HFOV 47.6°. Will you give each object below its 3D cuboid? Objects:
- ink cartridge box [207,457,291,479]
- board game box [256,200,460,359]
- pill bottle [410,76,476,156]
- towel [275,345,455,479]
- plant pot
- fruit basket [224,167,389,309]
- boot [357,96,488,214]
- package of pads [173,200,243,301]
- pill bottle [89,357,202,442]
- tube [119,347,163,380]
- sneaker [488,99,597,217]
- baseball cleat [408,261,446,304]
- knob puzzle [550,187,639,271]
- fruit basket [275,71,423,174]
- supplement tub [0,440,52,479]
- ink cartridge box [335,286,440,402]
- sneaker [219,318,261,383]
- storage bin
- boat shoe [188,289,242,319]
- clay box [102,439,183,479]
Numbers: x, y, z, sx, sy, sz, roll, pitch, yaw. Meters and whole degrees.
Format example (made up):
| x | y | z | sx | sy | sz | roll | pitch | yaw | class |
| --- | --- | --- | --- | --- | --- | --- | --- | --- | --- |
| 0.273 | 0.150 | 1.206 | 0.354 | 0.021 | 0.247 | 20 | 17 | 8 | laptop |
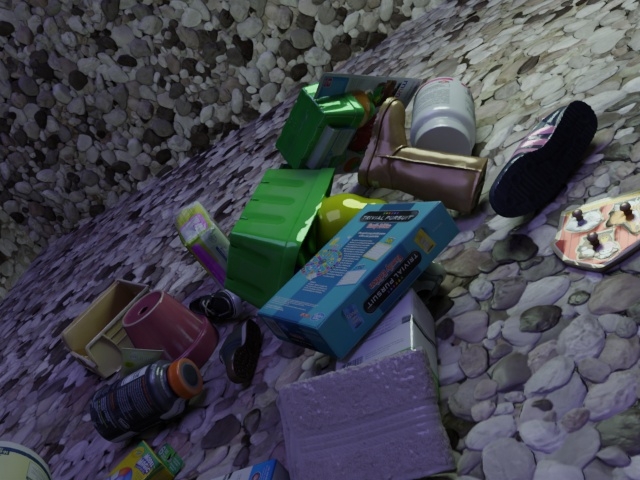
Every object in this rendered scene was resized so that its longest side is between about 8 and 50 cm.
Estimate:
| x | y | z | sx | sy | sz | roll | pitch | yaw | class |
| --- | --- | --- | --- | --- | --- | --- | --- | --- | --- |
| -0.143 | 0.453 | 1.152 | 0.203 | 0.086 | 0.148 | -26 | 25 | 26 | ink cartridge box |
| 0.067 | 0.063 | 1.374 | 0.336 | 0.079 | 0.253 | -44 | 20 | -20 | board game box |
| 0.305 | -0.284 | 1.807 | 0.160 | 0.160 | 0.283 | -25 | 25 | 24 | pill bottle |
| 0.057 | 0.284 | 1.109 | 0.282 | 0.049 | 0.187 | -23 | 68 | 28 | towel |
| -0.381 | 0.227 | 1.783 | 0.201 | 0.180 | 0.201 | -29 | 24 | 14 | plant pot |
| 0.000 | 0.000 | 1.676 | 0.392 | 0.283 | 0.392 | 8 | 38 | -6 | fruit basket |
| 0.242 | -0.192 | 1.618 | 0.269 | 0.089 | 0.236 | 14 | 80 | 24 | boot |
| -0.291 | 0.024 | 1.974 | 0.101 | 0.229 | 0.296 | -38 | 23 | -4 | package of pads |
| -0.383 | 0.350 | 1.621 | 0.245 | 0.130 | 0.130 | -28 | 25 | 19 | pill bottle |
| -0.436 | 0.311 | 1.704 | 0.070 | 0.062 | 0.240 | -35 | -16 | -39 | tube |
| 0.436 | -0.152 | 1.483 | 0.319 | 0.112 | 0.131 | -43 | 7 | -20 | sneaker |
| 0.153 | 0.086 | 1.446 | 0.206 | 0.072 | 0.109 | -12 | 40 | 51 | baseball cleat |
| 0.481 | -0.020 | 1.237 | 0.213 | 0.030 | 0.213 | -30 | 25 | 15 | knob puzzle |
| 0.078 | -0.280 | 1.862 | 0.165 | 0.353 | 0.327 | 58 | 133 | 33 | fruit basket |
| -0.671 | 0.585 | 1.450 | 0.235 | 0.235 | 0.325 | -37 | 23 | 0 | supplement tub |
| 0.114 | 0.203 | 1.251 | 0.160 | 0.093 | 0.219 | -28 | 24 | 22 | ink cartridge box |
| -0.189 | 0.260 | 1.613 | 0.086 | 0.064 | 0.192 | -35 | 22 | 24 | sneaker |
| -0.604 | 0.252 | 2.117 | 0.260 | 0.123 | 0.262 | -47 | 26 | -24 | storage bin |
| -0.269 | 0.170 | 1.847 | 0.070 | 0.078 | 0.219 | -17 | 3 | -33 | boat shoe |
| -0.384 | 0.494 | 1.450 | 0.222 | 0.053 | 0.127 | -46 | 25 | -18 | clay box |
